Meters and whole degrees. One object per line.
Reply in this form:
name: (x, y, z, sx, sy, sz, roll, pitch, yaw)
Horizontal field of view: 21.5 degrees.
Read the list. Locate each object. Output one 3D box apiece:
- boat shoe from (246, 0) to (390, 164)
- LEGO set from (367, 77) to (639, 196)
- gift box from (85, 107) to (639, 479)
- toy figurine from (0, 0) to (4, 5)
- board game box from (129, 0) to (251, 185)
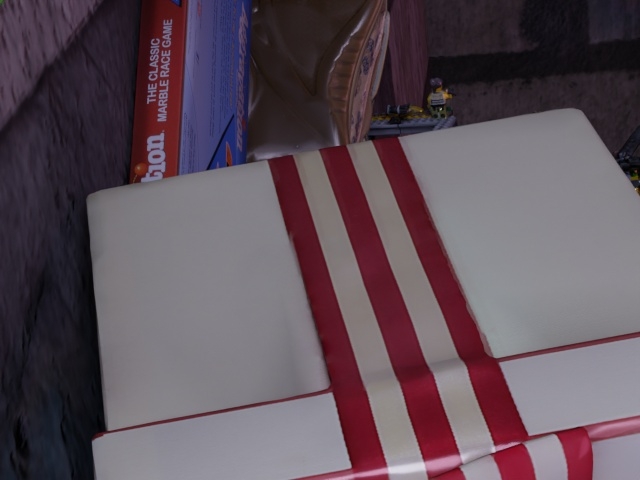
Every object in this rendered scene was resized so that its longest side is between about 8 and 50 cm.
boat shoe: (-0.014, -0.105, 1.040, 0.089, 0.104, 0.285, 66, 32, -79)
LEGO set: (0.150, -0.053, 1.323, 0.255, 0.331, 0.192, -40, 127, -55)
gift box: (0.021, 0.126, 0.654, 0.258, 0.276, 0.255, -110, -174, -59)
toy figurine: (-0.130, -0.131, 0.308, 0.173, 0.130, 0.159, 45, 20, -39)
board game box: (-0.065, -0.051, 0.871, 0.145, 0.027, 0.281, 68, 19, -60)
